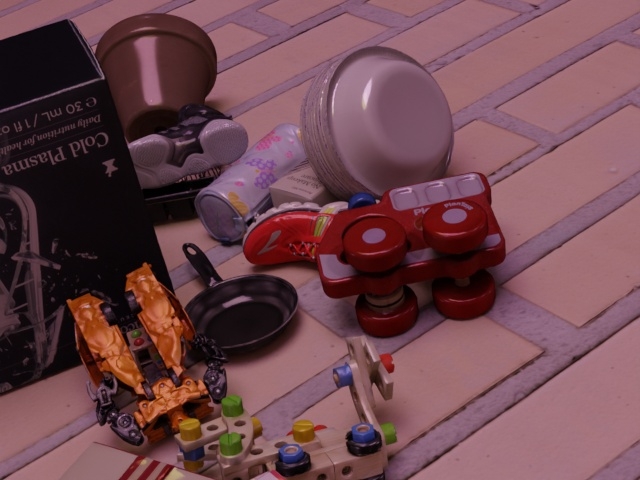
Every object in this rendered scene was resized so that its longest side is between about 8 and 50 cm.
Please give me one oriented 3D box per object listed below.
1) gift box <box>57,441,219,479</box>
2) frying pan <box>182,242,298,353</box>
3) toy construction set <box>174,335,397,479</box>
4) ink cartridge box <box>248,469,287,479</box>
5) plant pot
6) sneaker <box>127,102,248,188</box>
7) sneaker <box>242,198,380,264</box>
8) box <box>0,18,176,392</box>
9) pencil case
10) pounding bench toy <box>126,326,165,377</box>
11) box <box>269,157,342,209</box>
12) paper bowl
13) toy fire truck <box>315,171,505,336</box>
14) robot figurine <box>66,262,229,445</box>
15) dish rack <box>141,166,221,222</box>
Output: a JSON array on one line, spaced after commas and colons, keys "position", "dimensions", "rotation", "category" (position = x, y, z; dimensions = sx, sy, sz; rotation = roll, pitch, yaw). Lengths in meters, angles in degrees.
[{"position": [-0.245, 0.401, 1.384], "dimensions": [0.255, 0.276, 0.258], "rotation": [5, 39, 34], "category": "gift box"}, {"position": [-0.177, 0.106, 1.989], "dimensions": [0.326, 0.053, 0.197], "rotation": [17, 42, 40], "category": "frying pan"}, {"position": [-0.026, 0.263, 1.629], "dimensions": [0.327, 0.151, 0.215], "rotation": [-26, 26, -11], "category": "toy construction set"}, {"position": [-0.017, 0.417, 1.261], "dimensions": [0.117, 0.283, 0.207], "rotation": [-28, 36, -27], "category": "ink cartridge box"}, {"position": [-0.340, -0.306, 2.525], "dimensions": [0.263, 0.263, 0.229], "rotation": [-12, 52, 2], "category": "plant pot"}, {"position": [-0.278, -0.183, 2.290], "dimensions": [0.268, 0.101, 0.153], "rotation": [-15, 29, -9], "category": "sneaker"}, {"position": [0.000, 0.000, 2.041], "dimensions": [0.279, 0.107, 0.118], "rotation": [-11, 40, 7], "category": "sneaker"}, {"position": [-0.532, -0.034, 1.943], "dimensions": [0.480, 0.472, 0.297], "rotation": [-21, 35, -11], "category": "box"}, {"position": [-0.113, -0.110, 2.230], "dimensions": [0.124, 0.113, 0.273], "rotation": [1, 34, 38], "category": "pencil case"}, {"position": [-0.279, 0.164, 1.927], "dimensions": [0.052, 0.065, 0.083], "rotation": [-20, 33, -9], "category": "pounding bench toy"}, {"position": [0.040, -0.119, 2.205], "dimensions": [0.113, 0.094, 0.275], "rotation": [17, 43, 38], "category": "box"}, {"position": [0.117, -0.203, 2.106], "dimensions": [0.284, 0.284, 0.148], "rotation": [-40, 12, -34], "category": "paper bowl"}, {"position": [0.141, -0.001, 1.915], "dimensions": [0.302, 0.169, 0.254], "rotation": [-12, 36, 1], "category": "toy fire truck"}, {"position": [-0.261, 0.179, 1.815], "dimensions": [0.211, 0.085, 0.291], "rotation": [-26, 58, -12], "category": "robot figurine"}, {"position": [-0.290, -0.129, 2.360], "dimensions": [0.208, 0.074, 0.271], "rotation": [-9, 33, 6], "category": "dish rack"}]
